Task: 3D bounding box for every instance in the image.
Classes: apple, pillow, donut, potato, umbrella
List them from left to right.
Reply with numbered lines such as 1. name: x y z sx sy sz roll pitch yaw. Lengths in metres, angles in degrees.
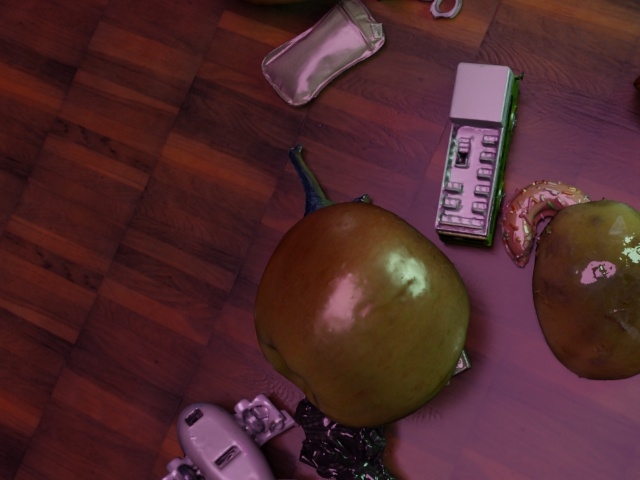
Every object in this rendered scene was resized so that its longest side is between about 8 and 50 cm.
1. pillow: 0.006 -0.351 1.712 0.233 0.038 0.130 -37 76 8
2. umbrella: 0.053 0.407 1.531 0.154 0.128 0.336 -14 80 11
3. apple: 0.054 0.121 1.433 0.338 0.338 0.305 31 76 18
4. donut: 0.367 -0.047 1.548 0.166 0.065 0.117 -39 74 5
5. potato: 0.459 0.083 1.449 0.239 0.116 0.299 -4 94 7

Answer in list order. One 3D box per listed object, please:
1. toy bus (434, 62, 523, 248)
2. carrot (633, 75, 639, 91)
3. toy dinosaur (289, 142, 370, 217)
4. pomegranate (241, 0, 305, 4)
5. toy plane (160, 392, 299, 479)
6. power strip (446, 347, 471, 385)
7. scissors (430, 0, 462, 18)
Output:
1. toy bus: 0.265 -0.145 1.552 0.113 0.139 0.301 8 85 19
2. carrot: 0.677 -0.216 1.418 0.331 0.193 0.214 47 139 13
3. toy dinosaur: 0.010 -0.005 1.638 0.147 0.076 0.362 -5 80 25
4. pomegranate: -0.075 -0.588 1.647 0.338 0.338 0.338 -3 80 15
5. toy plane: -0.149 0.389 1.588 0.267 0.122 0.266 0 68 1
6. power strip: 0.196 0.159 1.572 0.075 0.042 0.175 -24 75 12
7. scissors: 0.265 -0.484 1.675 0.189 0.015 0.100 -38 71 6
